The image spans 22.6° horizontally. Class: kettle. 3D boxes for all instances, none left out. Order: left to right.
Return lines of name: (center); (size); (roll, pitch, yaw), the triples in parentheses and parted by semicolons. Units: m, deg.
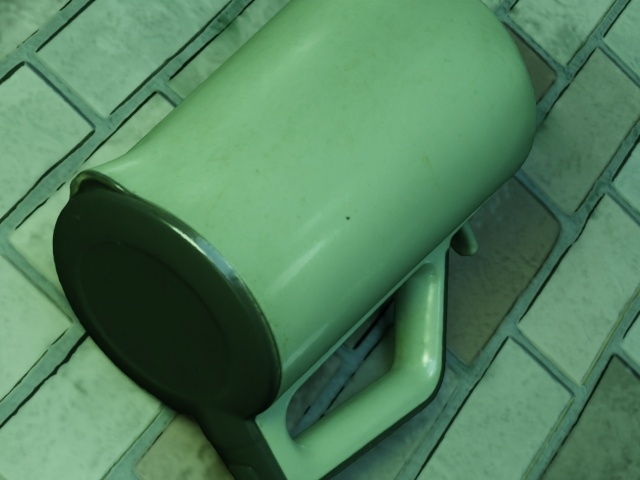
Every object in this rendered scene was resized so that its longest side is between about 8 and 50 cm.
kettle: (0.000, 0.000, 1.350); (0.377, 0.250, 0.361); (-44, 121, -36)
